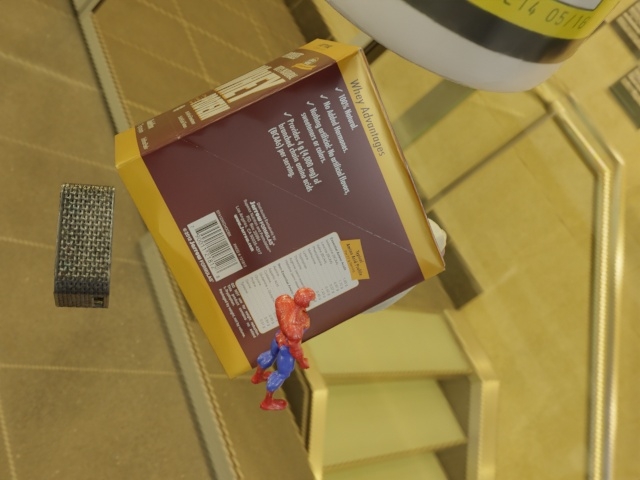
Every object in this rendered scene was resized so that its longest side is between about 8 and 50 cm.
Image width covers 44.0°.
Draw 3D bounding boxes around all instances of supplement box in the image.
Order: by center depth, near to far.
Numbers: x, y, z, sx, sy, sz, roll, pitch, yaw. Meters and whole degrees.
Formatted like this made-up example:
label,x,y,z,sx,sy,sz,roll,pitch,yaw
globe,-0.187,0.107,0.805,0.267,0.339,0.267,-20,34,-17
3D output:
label,x,y,z,sx,sy,sz,roll,pitch,yaw
supplement box,-0.035,-0.033,0.643,0.191,0.194,0.129,66,-6,-21

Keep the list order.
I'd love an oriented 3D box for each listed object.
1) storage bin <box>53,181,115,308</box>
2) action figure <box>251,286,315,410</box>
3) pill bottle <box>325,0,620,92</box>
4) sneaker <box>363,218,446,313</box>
label,x,y,z,sx,sy,sz,roll,pitch,yaw
storage bin,-0.373,0.010,1.256,0.084,0.122,0.180,2,71,-15
action figure,-0.022,0.068,0.517,0.030,0.115,0.038,-5,51,-19
pill bottle,0.128,-0.242,0.336,0.187,0.334,0.188,21,42,-20
sneaker,0.000,0.000,0.898,0.152,0.305,0.114,46,60,-33
